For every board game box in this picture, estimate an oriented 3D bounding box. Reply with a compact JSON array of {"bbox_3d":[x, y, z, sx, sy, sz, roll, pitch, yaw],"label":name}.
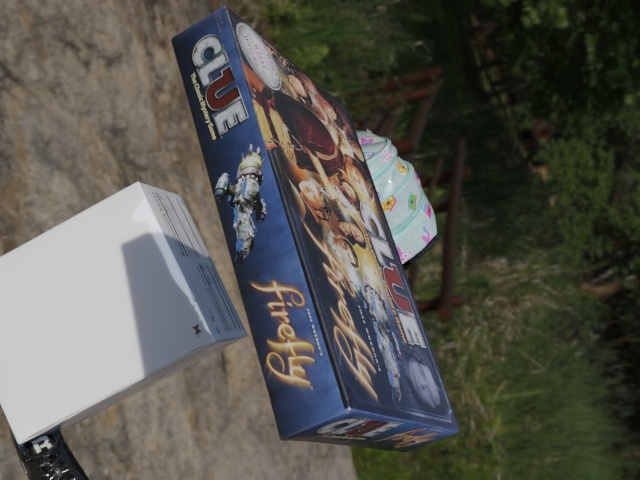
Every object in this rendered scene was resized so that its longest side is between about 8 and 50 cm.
[{"bbox_3d":[0.000,0.000,0.540,0.165,0.042,0.243,28,40,-60],"label":"board game box"}]

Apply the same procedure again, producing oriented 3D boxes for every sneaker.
[{"bbox_3d":[-0.364,0.313,1.223,0.217,0.079,0.121,39,-32,36],"label":"sneaker"}]

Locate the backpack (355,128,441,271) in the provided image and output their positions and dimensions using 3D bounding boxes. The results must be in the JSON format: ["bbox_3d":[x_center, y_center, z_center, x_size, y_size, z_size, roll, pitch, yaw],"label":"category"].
[{"bbox_3d":[0.015,-0.026,0.755,0.115,0.152,0.182,55,-9,-22],"label":"backpack"}]

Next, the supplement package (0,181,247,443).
[{"bbox_3d":[-0.258,0.084,1.073,0.204,0.261,0.145,63,7,7],"label":"supplement package"}]
